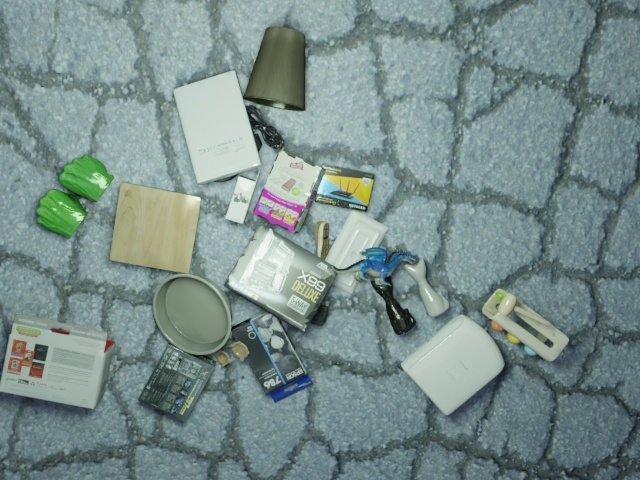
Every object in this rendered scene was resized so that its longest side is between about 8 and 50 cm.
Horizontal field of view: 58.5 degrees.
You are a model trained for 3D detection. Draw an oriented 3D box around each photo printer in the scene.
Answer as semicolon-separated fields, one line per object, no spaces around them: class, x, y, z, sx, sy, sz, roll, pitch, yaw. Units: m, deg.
photo printer;0.479;0.433;2.026;0.308;0.107;0.256;-40;100;3

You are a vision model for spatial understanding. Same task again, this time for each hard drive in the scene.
hard drive;-0.328;-0.358;1.818;0.211;0.040;0.318;-16;83;4

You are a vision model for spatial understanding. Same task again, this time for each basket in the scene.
basket;-0.126;-0.541;1.804;0.205;0.154;0.226;9;95;-20

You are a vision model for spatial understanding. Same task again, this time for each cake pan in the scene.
cake pan;-0.420;0.241;1.908;0.294;0.054;0.292;6;109;18

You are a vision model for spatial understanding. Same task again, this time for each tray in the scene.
tray;0.112;0.042;1.975;0.145;0.030;0.270;27;96;-9

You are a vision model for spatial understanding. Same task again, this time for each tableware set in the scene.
tableware set;-0.329;0.357;1.964;0.141;0.020;0.168;-32;96;33

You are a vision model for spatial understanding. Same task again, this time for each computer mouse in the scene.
computer mouse;-0.262;-0.289;1.866;0.272;0.072;0.188;-42;79;1

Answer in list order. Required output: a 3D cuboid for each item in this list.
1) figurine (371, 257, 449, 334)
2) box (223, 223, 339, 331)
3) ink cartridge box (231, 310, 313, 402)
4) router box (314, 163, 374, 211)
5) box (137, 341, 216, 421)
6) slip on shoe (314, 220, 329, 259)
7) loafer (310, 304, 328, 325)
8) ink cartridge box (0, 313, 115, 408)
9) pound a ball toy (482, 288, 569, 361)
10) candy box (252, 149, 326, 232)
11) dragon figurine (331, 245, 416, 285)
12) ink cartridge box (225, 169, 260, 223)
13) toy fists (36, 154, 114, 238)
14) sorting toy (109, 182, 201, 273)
figurine;0.309;0.188;1.988;0.215;0.092;0.209;-28;96;0
box;-0.128;0.125;1.900;0.308;0.076;0.242;31;79;-2
ink cartridge box;-0.164;0.411;2.000;0.166;0.065;0.332;-28;101;0
router box;0.080;-0.178;1.927;0.179;0.046;0.133;10;98;-6
box;-0.497;0.488;1.990;0.184;0.059;0.232;28;96;-8
slip on shoe;0.000;0.000;1.956;0.041;0.051;0.135;13;111;34
loafer;-0.080;0.226;1.971;0.224;0.076;0.078;19;96;-12
ink cartridge box;-0.868;0.387;1.911;0.310;0.130;0.271;14;97;-6
pound a ball toy;0.695;0.298;1.969;0.319;0.208;0.135;36;95;-9
candy box;-0.102;-0.161;1.884;0.159;0.071;0.233;26;98;11
dragon figurine;0.173;0.070;1.916;0.290;0.085;0.143;12;80;-11
ink cartridge box;-0.253;-0.154;1.878;0.062;0.104;0.181;18;97;-7
toy fists;-0.800;-0.148;1.848;0.142;0.096;0.279;37;94;-19
sorting toy;-0.535;-0.044;1.884;0.256;0.089;0.256;11;98;-6
